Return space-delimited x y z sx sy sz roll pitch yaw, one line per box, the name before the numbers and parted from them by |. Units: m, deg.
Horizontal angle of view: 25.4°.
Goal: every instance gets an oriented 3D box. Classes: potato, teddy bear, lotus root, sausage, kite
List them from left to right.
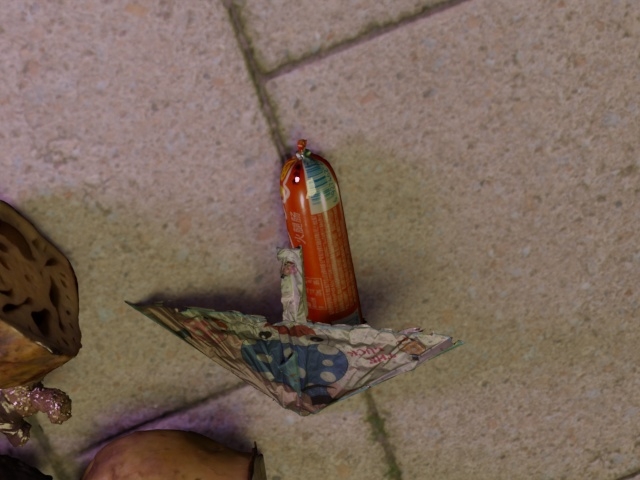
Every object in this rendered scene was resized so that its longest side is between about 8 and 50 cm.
lotus root | -0.380 0.072 1.534 0.180 0.188 0.199 -30 125 17
teddy bear | -0.364 0.183 1.660 0.160 0.078 0.119 -26 106 23
potato | -0.182 0.376 1.728 0.237 0.301 0.289 -6 76 1
kite | -0.031 0.119 1.675 0.406 0.014 0.368 6 143 7
sausage | 0.000 0.000 1.667 0.083 0.083 0.264 -15 120 -9

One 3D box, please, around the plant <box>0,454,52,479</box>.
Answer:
plant | -0.458 0.306 1.656 0.274 0.146 0.149 17 107 -19
